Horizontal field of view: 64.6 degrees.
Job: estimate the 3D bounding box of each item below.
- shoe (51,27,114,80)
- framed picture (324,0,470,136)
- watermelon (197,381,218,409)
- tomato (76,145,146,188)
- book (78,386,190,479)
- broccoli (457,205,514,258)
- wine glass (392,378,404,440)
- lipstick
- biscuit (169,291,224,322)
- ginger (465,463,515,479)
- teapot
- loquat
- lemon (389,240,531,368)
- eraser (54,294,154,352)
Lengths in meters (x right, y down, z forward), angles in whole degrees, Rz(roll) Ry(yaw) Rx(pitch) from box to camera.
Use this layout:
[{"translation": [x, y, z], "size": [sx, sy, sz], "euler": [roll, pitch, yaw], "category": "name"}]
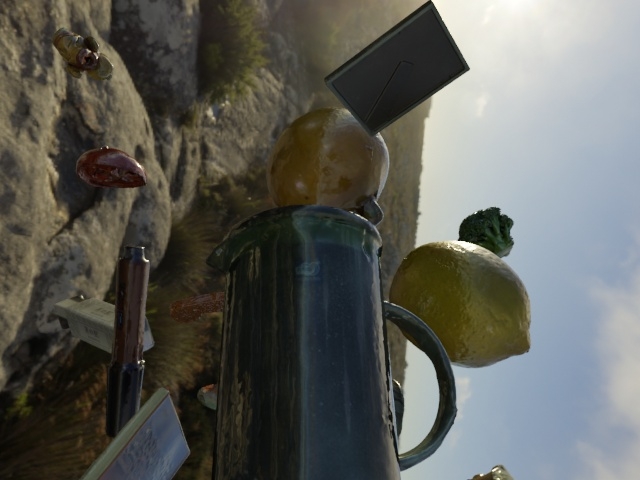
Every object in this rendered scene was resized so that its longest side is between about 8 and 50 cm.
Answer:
[{"translation": [-0.407, -0.313, 0.869], "size": [0.072, 0.069, 0.109], "euler": [-45, 170, -12], "category": "shoe"}, {"translation": [0.128, -0.274, 0.837], "size": [0.150, 0.203, 0.015], "euler": [38, 29, -41], "category": "framed picture"}, {"translation": [-0.173, 0.300, 1.069], "size": [0.158, 0.121, 0.098], "euler": [-55, 180, -7], "category": "watermelon"}, {"translation": [-0.680, -0.245, 1.658], "size": [0.228, 0.227, 0.101], "euler": [64, 29, -71], "category": "tomato"}, {"translation": [-0.340, 0.437, 0.779], "size": [0.374, 0.028, 0.263], "euler": [-53, 157, -39], "category": "book"}, {"translation": [0.494, -0.008, 1.513], "size": [0.156, 0.195, 0.195], "euler": [57, -14, 33], "category": "broccoli"}, {"translation": [0.022, 0.503, 1.539], "size": [0.267, 0.405, 0.267], "euler": [-54, -156, 38], "category": "wine glass"}, {"translation": [-0.422, 0.220, 1.111], "size": [0.077, 0.077, 0.419], "euler": [-11, 107, -79], "category": "lipstick"}, {"translation": [-0.377, 0.212, 1.606], "size": [0.186, 0.191, 0.036], "euler": [101, -22, -64], "category": "biscuit"}, {"translation": [0.377, 0.633, 1.241], "size": [0.213, 0.074, 0.137], "euler": [-40, 171, 9], "category": "ginger"}, {"translation": [0.012, 0.132, 0.515], "size": [0.200, 0.270, 0.337], "euler": [118, -27, -57], "category": "teapot"}, {"translation": [0.034, -0.169, 1.303], "size": [0.328, 0.359, 0.328], "euler": [-32, 153, -19], "category": "loquat"}, {"translation": [0.255, 0.116, 0.950], "size": [0.235, 0.263, 0.236], "euler": [6, 83, -55], "category": "lemon"}, {"translation": [-0.640, 0.242, 1.480], "size": [0.098, 0.403, 0.097], "euler": [-25, 114, -45], "category": "eraser"}]
